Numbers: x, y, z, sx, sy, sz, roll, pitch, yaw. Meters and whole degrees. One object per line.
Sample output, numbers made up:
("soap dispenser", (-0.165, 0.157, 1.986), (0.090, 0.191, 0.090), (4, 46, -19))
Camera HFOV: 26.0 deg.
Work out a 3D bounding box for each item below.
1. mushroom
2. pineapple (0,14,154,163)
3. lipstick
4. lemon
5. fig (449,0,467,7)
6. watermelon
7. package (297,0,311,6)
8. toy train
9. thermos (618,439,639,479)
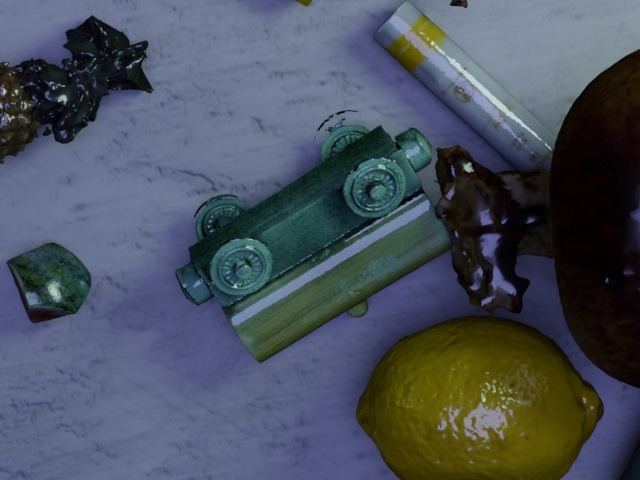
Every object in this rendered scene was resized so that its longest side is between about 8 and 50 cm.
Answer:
("mushroom", (0.335, -0.005, 1.365), (0.334, 0.356, 0.331), (-10, 76, -23))
("pineapple", (-0.291, -0.160, 1.470), (0.237, 0.111, 0.119), (-20, 128, -8))
("lipstick", (0.171, -0.152, 1.500), (0.264, 0.059, 0.059), (42, 93, -5))
("lemon", (0.167, 0.180, 1.462), (0.260, 0.204, 0.204), (-2, 96, 3))
("fig", (0.135, -0.403, 1.434), (0.204, 0.249, 0.186), (28, 57, 33))
("watermelon", (-0.297, 0.045, 1.517), (0.092, 0.072, 0.084), (-8, 84, -39))
("package", (-0.008, -0.322, 1.484), (0.071, 0.047, 0.131), (30, 96, -7))
("toy train", (-0.001, -0.003, 1.497), (0.307, 0.126, 0.189), (-32, 128, 2))
("thermos", (0.429, 0.185, 1.489), (0.145, 0.182, 0.286), (27, 96, 41))
